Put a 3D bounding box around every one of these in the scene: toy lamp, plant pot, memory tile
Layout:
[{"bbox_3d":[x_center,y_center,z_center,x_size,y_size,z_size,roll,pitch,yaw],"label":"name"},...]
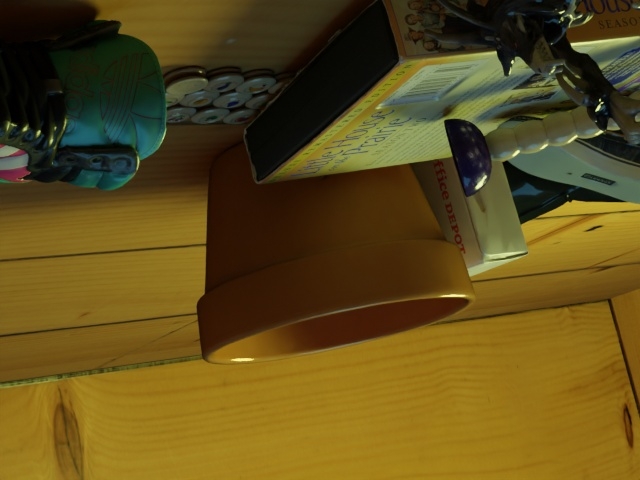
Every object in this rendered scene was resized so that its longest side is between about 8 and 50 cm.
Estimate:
[{"bbox_3d":[0.247,-0.106,1.154,0.274,0.080,0.080,-17,169,5],"label":"toy lamp"},{"bbox_3d":[0.000,0.000,1.419,0.290,0.204,0.291,-12,168,-3],"label":"plant pot"},{"bbox_3d":[-0.092,-0.125,1.185,0.148,0.012,0.113,-3,165,-41],"label":"memory tile"}]

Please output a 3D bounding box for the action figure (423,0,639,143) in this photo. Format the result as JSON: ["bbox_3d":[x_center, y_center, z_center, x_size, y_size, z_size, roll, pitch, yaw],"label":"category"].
[{"bbox_3d":[0.220,-0.165,0.955,0.275,0.141,0.164,-17,143,-7],"label":"action figure"}]

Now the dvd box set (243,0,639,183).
[{"bbox_3d":[0.175,-0.148,1.220,0.420,0.062,0.307,-10,168,-26],"label":"dvd box set"}]

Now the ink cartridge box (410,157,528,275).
[{"bbox_3d":[0.115,-0.023,1.558,0.092,0.160,0.219,-7,169,-45],"label":"ink cartridge box"}]

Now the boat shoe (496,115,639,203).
[{"bbox_3d":[0.247,-0.098,1.261,0.183,0.083,0.065,18,157,-19],"label":"boat shoe"}]

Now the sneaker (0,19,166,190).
[{"bbox_3d":[-0.192,-0.097,0.900,0.178,0.124,0.295,-6,176,-9],"label":"sneaker"}]

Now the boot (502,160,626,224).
[{"bbox_3d":[0.292,-0.069,1.699,0.207,0.094,0.246,-25,157,35],"label":"boot"}]
